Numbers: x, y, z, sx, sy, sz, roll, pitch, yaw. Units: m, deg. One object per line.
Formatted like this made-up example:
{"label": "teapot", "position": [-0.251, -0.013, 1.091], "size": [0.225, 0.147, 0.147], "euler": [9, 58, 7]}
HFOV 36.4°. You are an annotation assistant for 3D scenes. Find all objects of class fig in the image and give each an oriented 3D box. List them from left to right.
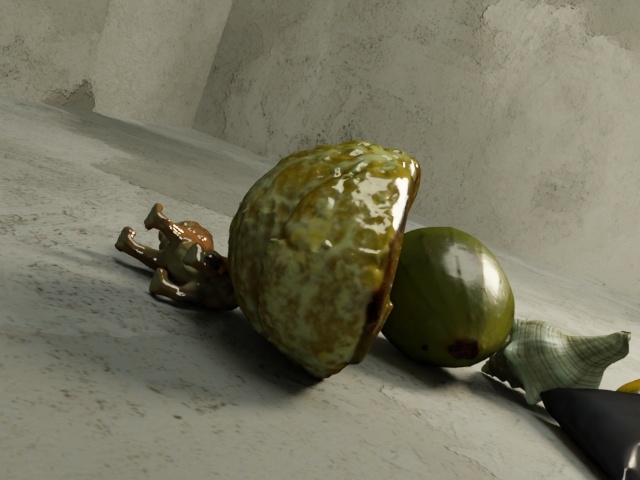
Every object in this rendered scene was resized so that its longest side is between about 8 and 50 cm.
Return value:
{"label": "fig", "position": [0.167, 0.092, 1.346], "size": [0.203, 0.203, 0.225], "euler": [18, 26, -9]}

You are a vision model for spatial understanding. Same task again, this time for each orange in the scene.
{"label": "orange", "position": [0.000, 0.000, 1.180], "size": [0.210, 0.271, 0.369], "euler": [28, 13, 1]}

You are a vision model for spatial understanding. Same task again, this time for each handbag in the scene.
{"label": "handbag", "position": [0.413, 0.249, 1.207], "size": [0.211, 0.089, 0.254], "euler": [7, 14, -10]}

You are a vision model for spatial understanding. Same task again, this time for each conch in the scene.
{"label": "conch", "position": [0.311, 0.180, 1.359], "size": [0.114, 0.137, 0.234], "euler": [-10, 12, -29]}

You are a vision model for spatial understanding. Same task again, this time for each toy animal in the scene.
{"label": "toy animal", "position": [-0.168, 0.027, 1.315], "size": [0.157, 0.097, 0.312], "euler": [21, 7, -36]}

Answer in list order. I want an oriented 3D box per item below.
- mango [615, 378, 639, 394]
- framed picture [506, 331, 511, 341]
{"label": "mango", "position": [0.497, 0.240, 1.430], "size": [0.163, 0.089, 0.111], "euler": [3, -25, -9]}
{"label": "framed picture", "position": [0.361, 0.183, 1.764], "size": [0.192, 0.018, 0.265], "euler": [18, 8, -19]}
